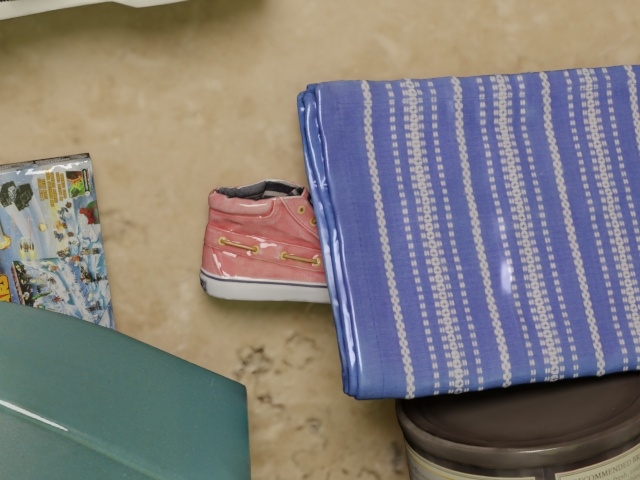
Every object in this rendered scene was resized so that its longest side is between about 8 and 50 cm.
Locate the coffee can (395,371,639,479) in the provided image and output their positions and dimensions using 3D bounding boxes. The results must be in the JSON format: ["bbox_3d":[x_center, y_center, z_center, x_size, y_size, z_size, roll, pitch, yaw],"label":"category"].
[{"bbox_3d":[0.176,0.235,1.039,0.201,0.201,0.275,-13,109,-10],"label":"coffee can"}]

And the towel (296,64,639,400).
[{"bbox_3d":[0.159,-0.017,0.984,0.336,0.040,0.243,-5,74,-13],"label":"towel"}]

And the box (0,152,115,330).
[{"bbox_3d":[-0.204,0.010,0.970,0.094,0.027,0.137,-8,108,-11],"label":"box"}]

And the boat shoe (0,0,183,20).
[{"bbox_3d":[-0.197,-0.200,0.859,0.340,0.127,0.113,-10,107,-13],"label":"boat shoe"}]

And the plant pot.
[{"bbox_3d":[-0.191,0.149,0.932,0.234,0.166,0.165,31,109,-17],"label":"plant pot"}]

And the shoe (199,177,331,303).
[{"bbox_3d":[0.000,0.000,0.999,0.178,0.063,0.081,1,109,-11],"label":"shoe"}]
